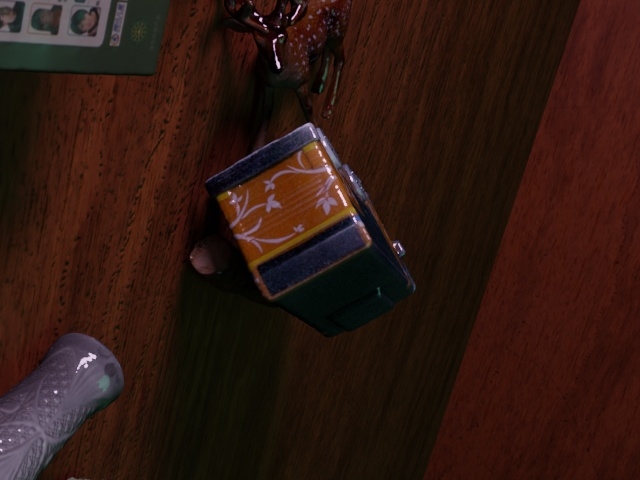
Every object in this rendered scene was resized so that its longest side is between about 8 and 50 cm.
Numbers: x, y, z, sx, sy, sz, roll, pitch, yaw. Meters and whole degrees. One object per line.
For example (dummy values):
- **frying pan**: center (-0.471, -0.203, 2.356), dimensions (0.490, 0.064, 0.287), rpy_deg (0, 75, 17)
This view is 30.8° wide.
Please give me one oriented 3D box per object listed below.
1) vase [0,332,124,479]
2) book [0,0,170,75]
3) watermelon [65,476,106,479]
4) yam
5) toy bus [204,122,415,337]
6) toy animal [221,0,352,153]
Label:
- **vase**: center (-0.252, 0.163, 0.957), dimensions (0.219, 0.096, 0.096), rpy_deg (-48, 153, -49)
- **book**: center (-0.186, -0.202, 0.716), dimensions (0.264, 0.027, 0.202), rpy_deg (-9, 120, -50)
- **watermelon**: center (-0.243, 0.352, 1.098), dimensions (0.231, 0.146, 0.128), rpy_deg (-63, 160, -4)
- **yam**: center (-0.084, 0.038, 1.306), dimensions (0.056, 0.057, 0.241), rpy_deg (-66, 160, -4)
- **toy bus**: center (0.000, 0.000, 1.255), dimensions (0.139, 0.167, 0.275), rpy_deg (-29, 162, 6)
- **toy animal**: center (-0.031, -0.207, 1.172), dimensions (0.260, 0.087, 0.243), rpy_deg (90, 16, -44)
